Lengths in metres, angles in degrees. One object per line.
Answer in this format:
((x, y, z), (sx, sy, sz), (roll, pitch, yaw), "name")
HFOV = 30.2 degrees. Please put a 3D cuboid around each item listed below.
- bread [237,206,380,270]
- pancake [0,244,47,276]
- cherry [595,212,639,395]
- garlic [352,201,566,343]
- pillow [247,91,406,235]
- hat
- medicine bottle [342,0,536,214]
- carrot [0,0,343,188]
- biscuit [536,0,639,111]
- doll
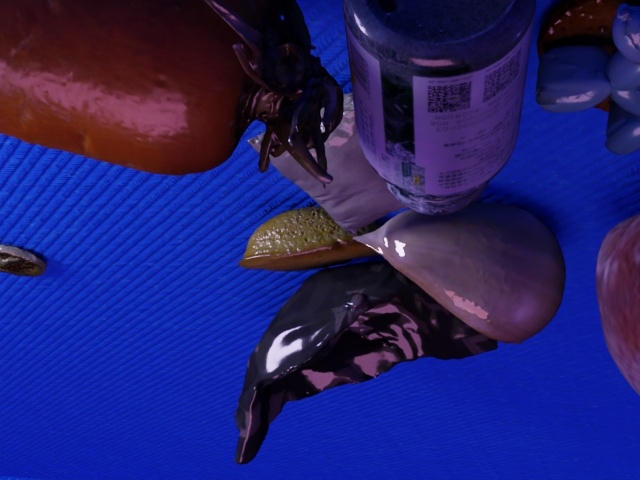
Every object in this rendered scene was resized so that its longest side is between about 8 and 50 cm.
((0.000, 0.000, 1.399), (0.188, 0.065, 0.149), (-10, 168, 13), "bread")
((-0.434, 0.029, 1.666), (0.108, 0.017, 0.108), (5, 159, 2), "pancake")
((0.449, 0.083, 1.162), (0.326, 0.291, 0.335), (33, 156, -29), "cherry")
((0.171, 0.030, 1.308), (0.245, 0.145, 0.164), (22, 168, -33), "garlic")
((0.030, -0.083, 1.172), (0.134, 0.078, 0.181), (-12, 146, 34), "pillow")
((0.004, 0.120, 1.538), (0.366, 0.257, 0.382), (-21, -156, -18), "hat")
((0.096, -0.126, 0.965), (0.141, 0.141, 0.293), (5, 156, 8), "medicine bottle")
((-0.133, -0.155, 0.917), (0.331, 0.193, 0.214), (18, 134, -7), "carrot")
((0.272, -0.158, 0.972), (0.188, 0.027, 0.188), (9, 156, 4), "biscuit")
((0.252, -0.132, 0.932), (0.158, 0.059, 0.159), (-13, 147, 44), "doll")
